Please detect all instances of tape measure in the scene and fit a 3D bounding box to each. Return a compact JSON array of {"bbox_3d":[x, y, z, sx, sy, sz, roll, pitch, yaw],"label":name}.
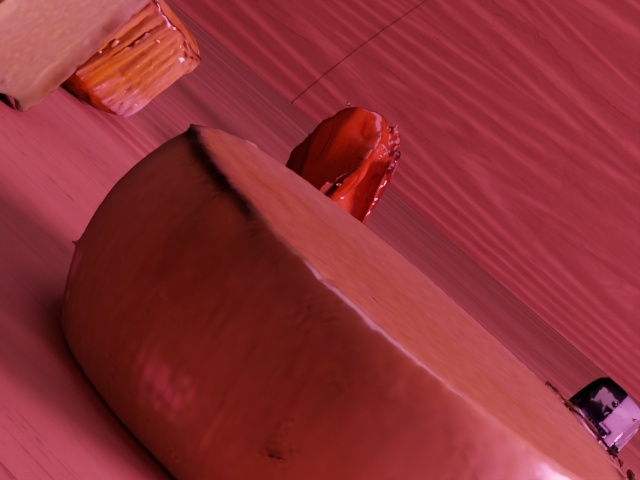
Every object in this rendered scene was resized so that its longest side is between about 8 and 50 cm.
[{"bbox_3d":[0.182,0.140,1.184,0.054,0.094,0.091,48,8,16],"label":"tape measure"}]

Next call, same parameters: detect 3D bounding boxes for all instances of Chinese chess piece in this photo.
[{"bbox_3d":[0.010,0.061,0.684,0.251,0.097,0.251,39,7,-5],"label":"Chinese chess piece"}]

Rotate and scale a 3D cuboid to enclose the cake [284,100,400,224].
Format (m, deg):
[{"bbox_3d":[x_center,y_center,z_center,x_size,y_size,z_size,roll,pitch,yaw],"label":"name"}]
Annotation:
[{"bbox_3d":[0.022,-0.072,1.806,0.098,0.135,0.287,24,-1,-8],"label":"cake"}]

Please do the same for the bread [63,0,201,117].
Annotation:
[{"bbox_3d":[-0.177,-0.176,1.290,0.132,0.114,0.190,48,8,-40],"label":"bread"}]

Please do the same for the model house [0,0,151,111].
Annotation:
[{"bbox_3d":[-0.199,-0.202,0.998,0.214,0.195,0.189,44,-1,16],"label":"model house"}]
